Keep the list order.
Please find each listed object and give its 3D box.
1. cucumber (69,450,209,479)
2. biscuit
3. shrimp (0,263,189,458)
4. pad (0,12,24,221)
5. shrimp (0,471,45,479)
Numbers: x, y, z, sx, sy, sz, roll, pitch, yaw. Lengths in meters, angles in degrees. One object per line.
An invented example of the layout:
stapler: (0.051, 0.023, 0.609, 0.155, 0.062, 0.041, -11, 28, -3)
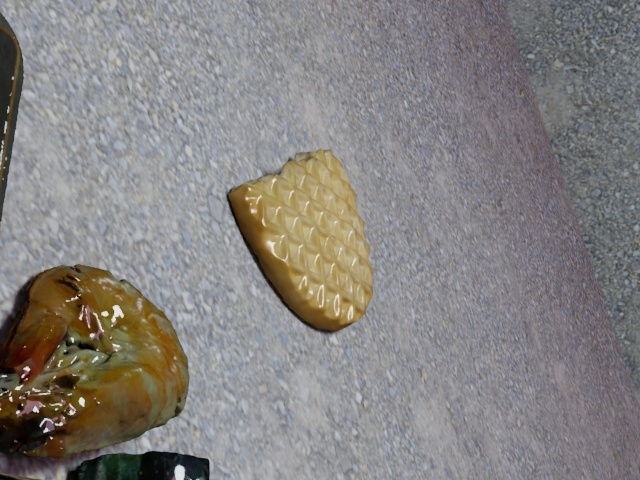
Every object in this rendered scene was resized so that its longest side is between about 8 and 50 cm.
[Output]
cucumber: (-0.131, 0.222, 1.077, 0.115, 0.085, 0.193, 54, 32, -37)
biscuit: (0.000, 0.000, 1.641, 0.205, 0.040, 0.309, 67, 22, -3)
shrimp: (-0.187, 0.092, 1.093, 0.154, 0.062, 0.294, 57, 18, 3)
pad: (-0.277, -0.050, 0.868, 0.315, 0.063, 0.376, 37, 49, -52)
shrimp: (-0.161, 0.209, 0.884, 0.296, 0.169, 0.058, 49, 41, -40)
